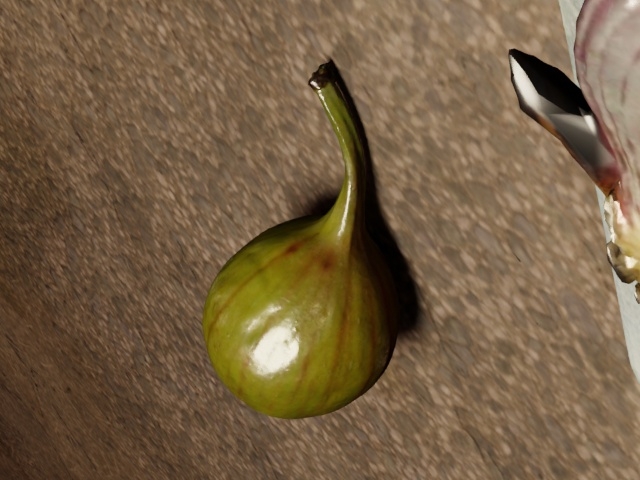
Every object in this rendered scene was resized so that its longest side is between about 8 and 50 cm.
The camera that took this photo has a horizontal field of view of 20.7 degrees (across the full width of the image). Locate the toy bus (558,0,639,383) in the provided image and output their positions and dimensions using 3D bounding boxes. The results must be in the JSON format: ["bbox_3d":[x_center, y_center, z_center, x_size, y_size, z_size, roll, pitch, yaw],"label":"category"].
[{"bbox_3d":[0.161,-0.023,0.697,0.109,0.091,0.261,44,157,50],"label":"toy bus"}]

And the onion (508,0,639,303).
[{"bbox_3d":[0.243,-0.021,0.446,0.349,0.159,0.267,10,144,50],"label":"onion"}]

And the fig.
[{"bbox_3d":[0.000,0.000,1.059,0.124,0.124,0.236,38,129,35],"label":"fig"}]
